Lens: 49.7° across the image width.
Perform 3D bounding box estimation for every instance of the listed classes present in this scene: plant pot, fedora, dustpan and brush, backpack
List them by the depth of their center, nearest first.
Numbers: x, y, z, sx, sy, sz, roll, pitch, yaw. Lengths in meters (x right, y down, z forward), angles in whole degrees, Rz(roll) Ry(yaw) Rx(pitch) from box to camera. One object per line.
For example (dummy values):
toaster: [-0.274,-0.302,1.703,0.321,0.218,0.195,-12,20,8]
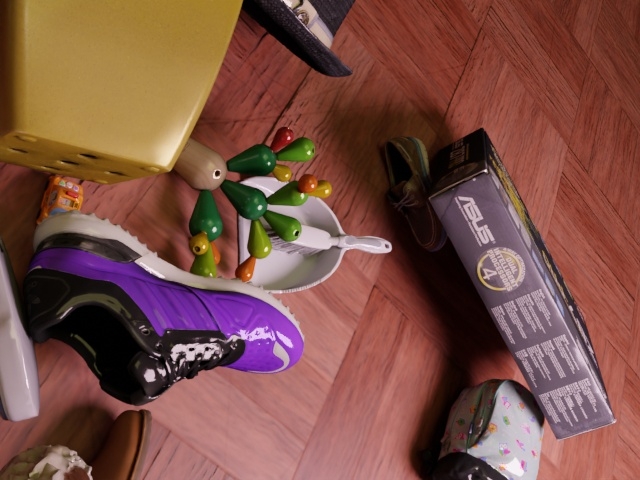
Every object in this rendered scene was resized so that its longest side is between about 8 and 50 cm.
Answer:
plant pot: [-0.219,-0.161,0.638,0.212,0.212,0.187,12,80,-40]
fedora: [-0.053,-0.337,0.774,0.334,0.334,0.152,37,97,-28]
dustpan and brush: [0.000,0.000,0.877,0.211,0.060,0.147,11,69,-40]
backpack: [0.239,0.284,0.967,0.152,0.115,0.182,46,46,-18]

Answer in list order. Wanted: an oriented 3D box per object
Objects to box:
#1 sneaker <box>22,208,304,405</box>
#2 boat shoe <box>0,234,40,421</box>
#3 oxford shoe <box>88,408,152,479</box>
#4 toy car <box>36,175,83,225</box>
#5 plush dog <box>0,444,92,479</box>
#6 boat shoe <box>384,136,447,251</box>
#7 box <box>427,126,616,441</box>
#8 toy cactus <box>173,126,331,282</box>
sneaker: [-0.143,0.097,0.653,0.293,0.102,0.146,27,36,-28]
boat shoe: [-0.305,0.028,0.566,0.088,0.096,0.267,-18,95,-17]
oxford shoe: [-0.212,0.233,0.595,0.076,0.076,0.212,34,53,-15]
toy car: [-0.223,-0.015,0.688,0.122,0.040,0.060,41,52,-26]
plush dog: [-0.312,0.188,0.441,0.225,0.210,0.262,41,9,25]
boat shoe: [0.133,-0.069,1.031,0.066,0.066,0.183,0,66,-38]
box: [0.295,0.044,1.037,0.395,0.097,0.318,60,22,-10]
toy cactus: [-0.099,-0.054,0.771,0.180,0.112,0.219,37,81,-3]
